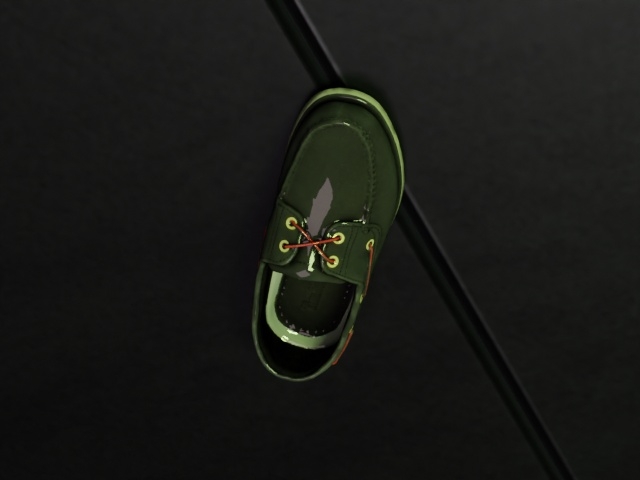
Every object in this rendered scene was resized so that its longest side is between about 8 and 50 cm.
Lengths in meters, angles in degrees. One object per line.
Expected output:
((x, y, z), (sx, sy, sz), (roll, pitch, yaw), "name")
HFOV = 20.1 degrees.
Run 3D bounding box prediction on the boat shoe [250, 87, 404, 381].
((0.002, 0.000, 0.710), (0.049, 0.042, 0.133), (16, 130, 4), "boat shoe")
